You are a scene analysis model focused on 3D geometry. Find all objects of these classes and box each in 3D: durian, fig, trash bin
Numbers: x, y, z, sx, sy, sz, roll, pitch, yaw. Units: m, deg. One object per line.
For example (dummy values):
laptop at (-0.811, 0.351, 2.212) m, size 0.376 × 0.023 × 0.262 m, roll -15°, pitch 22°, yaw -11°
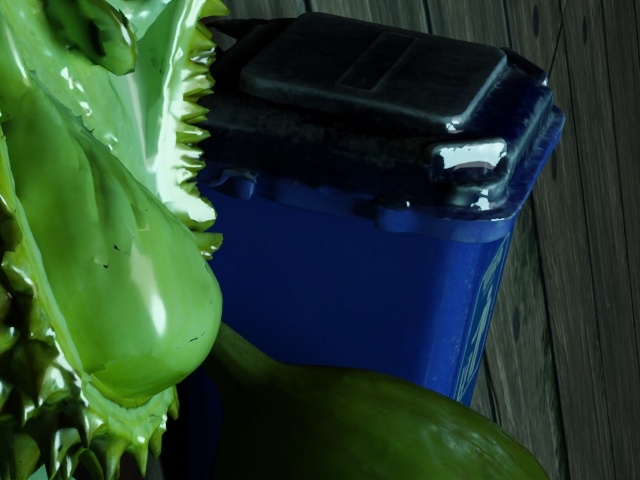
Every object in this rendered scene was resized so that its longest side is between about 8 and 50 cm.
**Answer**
durian at (-0.107, -0.060, 0.469) m, size 0.200 × 0.176 × 0.237 m, roll -68°, pitch 159°, yaw -73°
fig at (-0.004, 0.080, 0.760) m, size 0.259 × 0.151 × 0.151 m, roll 59°, pitch 21°, yaw -4°
trash bin at (0.002, 0.024, 0.882) m, size 0.162 × 0.184 × 0.234 m, roll -52°, pitch 151°, yaw -60°

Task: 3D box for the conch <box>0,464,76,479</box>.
conch at (-0.138, 0.129, 0.472) m, size 0.250 × 0.143 × 0.137 m, roll -10°, pitch 72°, yaw -58°
